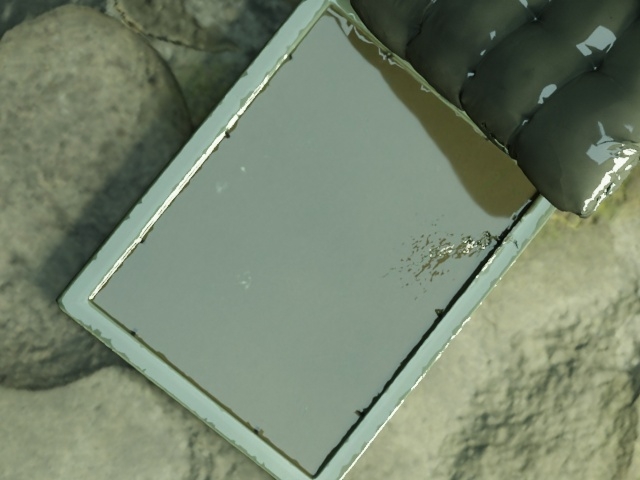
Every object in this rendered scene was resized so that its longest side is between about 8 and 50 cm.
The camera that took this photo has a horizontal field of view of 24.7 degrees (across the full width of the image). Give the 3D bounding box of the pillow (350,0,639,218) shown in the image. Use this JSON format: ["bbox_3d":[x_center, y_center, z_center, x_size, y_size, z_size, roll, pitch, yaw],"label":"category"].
[{"bbox_3d":[0.204,-0.192,0.957,0.326,0.101,0.228,-42,70,-6],"label":"pillow"}]

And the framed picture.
[{"bbox_3d":[0.000,0.000,1.003,0.232,0.019,0.296,40,86,-6],"label":"framed picture"}]
